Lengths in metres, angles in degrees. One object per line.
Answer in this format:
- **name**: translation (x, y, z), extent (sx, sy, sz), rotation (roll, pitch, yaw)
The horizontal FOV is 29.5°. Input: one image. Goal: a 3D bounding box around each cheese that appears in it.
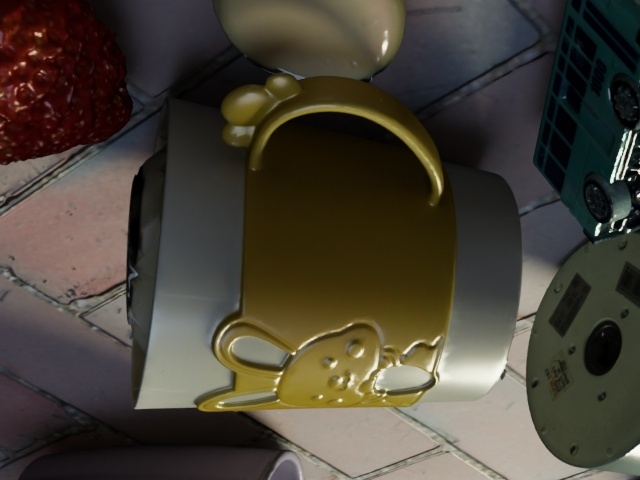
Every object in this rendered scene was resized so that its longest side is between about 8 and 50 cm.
- **cheese**: translation (-0.023, -0.145, 0.638), extent (0.092, 0.048, 0.171), rotation (-31, 130, 32)

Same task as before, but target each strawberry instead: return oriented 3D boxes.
- **strawberry**: translation (-0.174, -0.089, 0.664), extent (0.131, 0.131, 0.148), rotation (-16, 132, 23)

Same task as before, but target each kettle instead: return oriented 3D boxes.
- **kettle**: translation (0.296, 0.074, 0.827), extent (0.243, 0.160, 0.211), rotation (14, 112, -23)

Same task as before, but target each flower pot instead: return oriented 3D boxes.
- **flower pot**: translation (-0.157, 0.296, 1.049), extent (0.243, 0.265, 0.265), rotation (7, 142, 13)

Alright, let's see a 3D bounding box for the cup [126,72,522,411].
- **cup**: translation (0.000, 0.000, 0.717), extent (0.226, 0.185, 0.241), rotation (7, 139, -12)

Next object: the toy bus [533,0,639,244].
- **toy bus**: translation (0.172, -0.084, 0.660), extent (0.079, 0.092, 0.160), rotation (-21, 145, -16)
